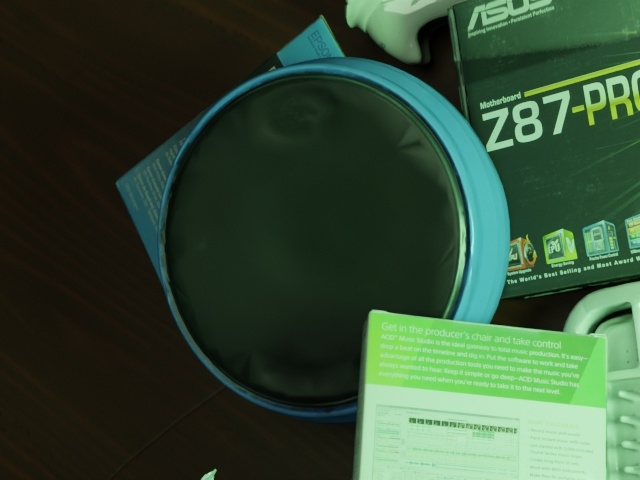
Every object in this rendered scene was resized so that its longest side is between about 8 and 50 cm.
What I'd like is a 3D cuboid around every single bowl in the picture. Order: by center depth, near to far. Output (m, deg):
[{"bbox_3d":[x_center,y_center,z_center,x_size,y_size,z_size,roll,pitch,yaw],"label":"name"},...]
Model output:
[{"bbox_3d":[0.000,0.000,1.295,0.391,0.077,0.391,0,90,25],"label":"bowl"}]

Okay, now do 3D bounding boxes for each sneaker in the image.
[{"bbox_3d":[0.165,-0.325,1.415,0.297,0.111,0.129,-47,75,16],"label":"sneaker"}]

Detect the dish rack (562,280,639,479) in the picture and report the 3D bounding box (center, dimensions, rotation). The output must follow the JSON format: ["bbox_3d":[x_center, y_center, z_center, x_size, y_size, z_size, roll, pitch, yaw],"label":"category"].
[{"bbox_3d":[0.367,0.196,1.136,0.285,0.072,0.333,-15,69,42],"label":"dish rack"}]

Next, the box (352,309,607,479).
[{"bbox_3d":[0.143,0.233,1.122,0.232,0.058,0.322,7,71,-5],"label":"box"}]

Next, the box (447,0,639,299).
[{"bbox_3d":[0.332,-0.126,1.199,0.395,0.097,0.318,-12,81,36],"label":"box"}]

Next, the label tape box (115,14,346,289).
[{"bbox_3d":[-0.054,-0.061,1.451,0.333,0.106,0.241,-36,64,18],"label":"label tape box"}]

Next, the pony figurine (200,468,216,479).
[{"bbox_3d":[0.047,0.362,1.215,0.363,0.303,0.351,-28,73,4],"label":"pony figurine"}]
